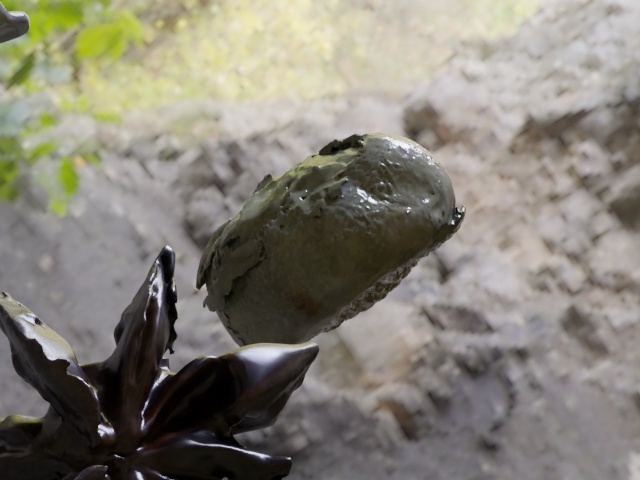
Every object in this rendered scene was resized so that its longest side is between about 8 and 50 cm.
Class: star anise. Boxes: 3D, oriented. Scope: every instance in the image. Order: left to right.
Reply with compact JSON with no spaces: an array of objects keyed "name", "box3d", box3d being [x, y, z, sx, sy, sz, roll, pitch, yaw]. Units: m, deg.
[{"name":"star anise","box3d":[-0.105,0.129,0.982,0.212,0.129,0.282,3,63,-7]}]

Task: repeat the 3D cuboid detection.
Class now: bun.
[{"name":"bun","box3d":[0.000,0.000,1.596,0.141,0.239,0.239,54,34,6]}]

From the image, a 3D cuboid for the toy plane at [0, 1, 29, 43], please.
[{"name":"toy plane","box3d":[-0.225,-0.181,0.852,0.252,0.118,0.252,49,-7,8]}]
